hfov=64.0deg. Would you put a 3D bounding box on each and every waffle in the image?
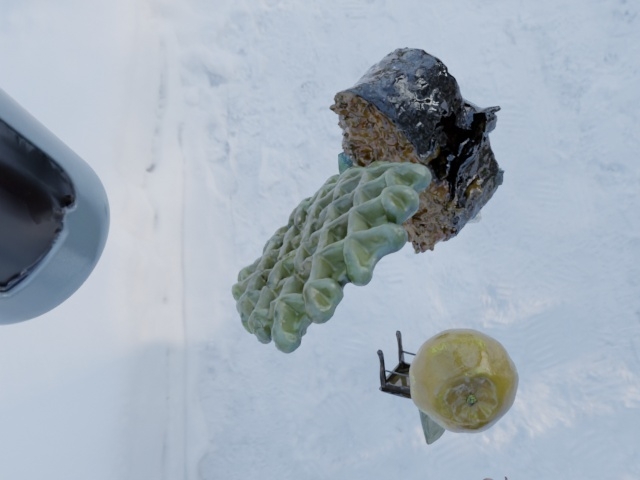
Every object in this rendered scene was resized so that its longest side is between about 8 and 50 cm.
[{"bbox_3d":[0.000,0.000,0.662,0.056,0.309,0.292,44,83,-18],"label":"waffle"}]

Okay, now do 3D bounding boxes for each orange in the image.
[{"bbox_3d":[0.370,0.365,1.329,0.279,0.235,0.278,0,110,-1],"label":"orange"}]

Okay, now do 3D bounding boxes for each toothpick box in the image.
[{"bbox_3d":[-0.387,-0.053,0.530,0.263,0.354,0.262,-7,64,14],"label":"toothpick box"}]

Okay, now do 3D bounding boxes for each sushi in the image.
[{"bbox_3d":[0.179,-0.151,0.883,0.207,0.348,0.234,-50,30,-21],"label":"sushi"}]

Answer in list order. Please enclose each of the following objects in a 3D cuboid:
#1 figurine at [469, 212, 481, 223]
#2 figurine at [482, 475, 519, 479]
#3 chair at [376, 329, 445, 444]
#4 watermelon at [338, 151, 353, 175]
[{"bbox_3d":[0.419,-0.124,1.488,0.098,0.081,0.146,-5,82,34],"label":"figurine"},{"bbox_3d":[0.458,0.638,1.268,0.157,0.126,0.114,31,101,49],"label":"figurine"},{"bbox_3d":[0.308,0.480,1.687,0.186,0.160,0.318,6,114,36],"label":"chair"},{"bbox_3d":[0.187,-0.258,1.876,0.256,0.176,0.259,-2,96,-5],"label":"watermelon"}]
